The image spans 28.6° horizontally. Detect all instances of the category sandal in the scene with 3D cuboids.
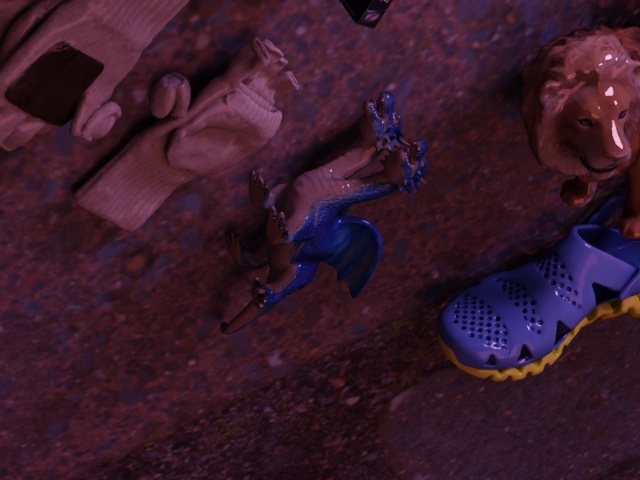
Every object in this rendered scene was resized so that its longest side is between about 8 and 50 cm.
[{"bbox_3d":[0.259,0.038,1.325,0.317,0.126,0.138,-25,141,-21],"label":"sandal"}]

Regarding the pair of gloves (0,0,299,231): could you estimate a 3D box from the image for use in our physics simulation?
[{"bbox_3d":[-0.132,-0.104,0.940,0.204,0.042,0.240,-36,145,8],"label":"pair of gloves"}]

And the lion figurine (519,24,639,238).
[{"bbox_3d":[0.340,-0.146,1.164,0.392,0.142,0.240,-32,139,-22],"label":"lion figurine"}]

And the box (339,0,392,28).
[{"bbox_3d":[0.031,-0.203,0.897,0.018,0.083,0.067,7,131,-41],"label":"box"}]

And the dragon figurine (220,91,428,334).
[{"bbox_3d":[0.000,0.000,1.117,0.144,0.085,0.289,-7,137,-28],"label":"dragon figurine"}]
